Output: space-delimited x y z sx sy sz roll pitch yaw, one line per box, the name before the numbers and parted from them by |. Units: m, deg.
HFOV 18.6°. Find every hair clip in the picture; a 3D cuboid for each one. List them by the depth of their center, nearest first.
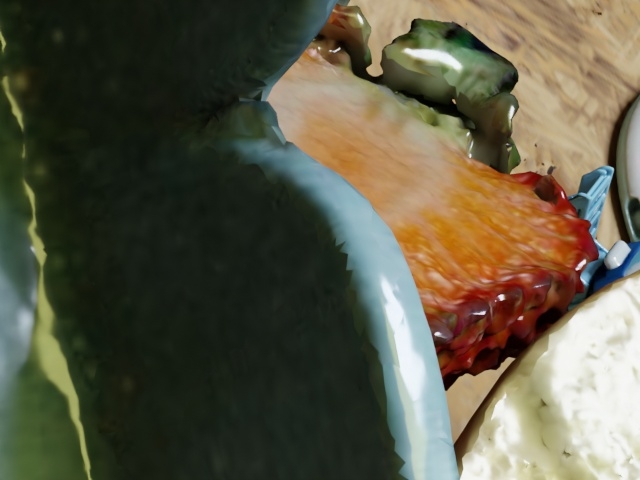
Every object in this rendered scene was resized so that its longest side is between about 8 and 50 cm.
hair clip | -0.135 -0.006 0.504 0.238 0.392 0.318 -8 79 -21

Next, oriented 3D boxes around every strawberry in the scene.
strawberry | 0.000 0.000 0.725 0.188 0.106 0.286 28 29 3

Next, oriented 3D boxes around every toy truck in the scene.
toy truck | 0.135 0.013 0.907 0.090 0.073 0.056 55 43 -13

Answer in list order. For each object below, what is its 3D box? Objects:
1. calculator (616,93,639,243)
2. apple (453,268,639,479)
calculator | 0.263 -0.017 1.078 0.295 0.042 0.184 -3 74 -43
apple | 0.146 0.166 0.703 0.314 0.252 0.309 41 46 -53
